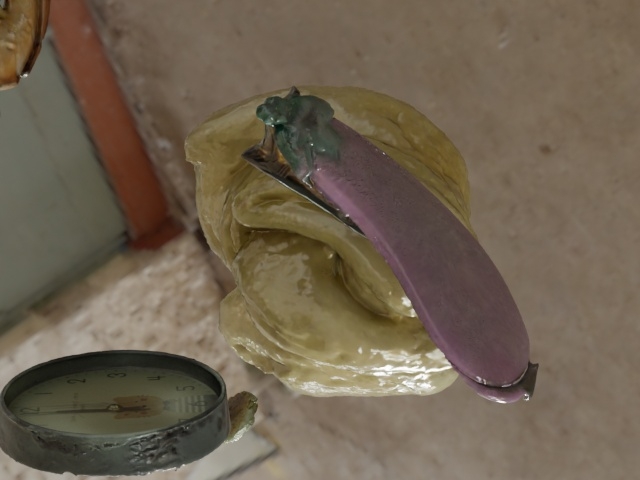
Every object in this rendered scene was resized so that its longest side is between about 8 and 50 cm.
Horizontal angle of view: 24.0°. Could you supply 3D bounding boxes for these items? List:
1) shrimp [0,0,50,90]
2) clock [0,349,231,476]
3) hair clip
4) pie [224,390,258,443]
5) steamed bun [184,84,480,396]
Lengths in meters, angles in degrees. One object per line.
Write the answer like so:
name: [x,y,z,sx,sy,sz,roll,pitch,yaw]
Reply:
shrimp: [-0.248,-0.225,1.107,0.053,0.133,0.236,-10,84,43]
clock: [-0.198,0.163,1.454,0.226,0.226,0.049,21,115,49]
hair clip: [0.075,0.002,1.361,0.359,0.095,0.110,42,-170,-4]
pie: [-0.120,0.247,2.102,0.020,0.084,0.084,42,162,-28]
steamed bun: [0.005,0.001,1.609,0.325,0.230,0.372,-28,72,28]
